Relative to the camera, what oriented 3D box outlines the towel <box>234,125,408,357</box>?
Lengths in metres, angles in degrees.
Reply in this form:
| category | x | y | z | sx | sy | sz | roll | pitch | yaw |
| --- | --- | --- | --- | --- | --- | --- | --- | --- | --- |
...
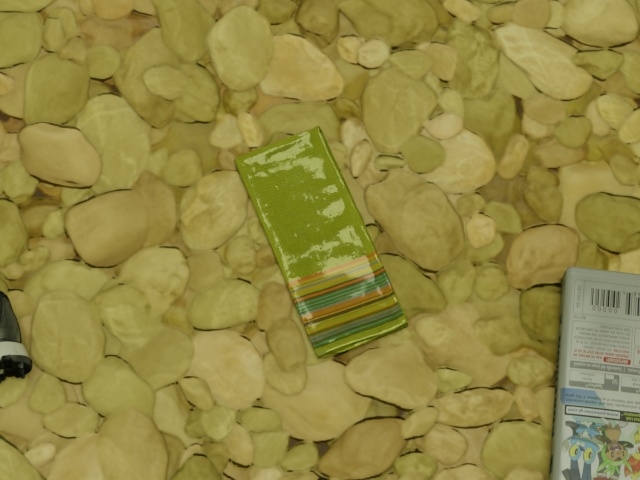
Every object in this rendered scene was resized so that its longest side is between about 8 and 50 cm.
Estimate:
| category | x | y | z | sx | sy | sz | roll | pitch | yaw |
| --- | --- | --- | --- | --- | --- | --- | --- | --- | --- |
| towel | 0.000 | 0.000 | 1.993 | 0.102 | 0.021 | 0.237 | -20 | 73 | -11 |

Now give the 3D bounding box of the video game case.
| category | x | y | z | sx | sy | sz | roll | pitch | yaw |
| --- | --- | --- | --- | --- | --- | --- | --- | --- | --- |
| video game case | 0.397 | 0.188 | 1.942 | 0.329 | 0.036 | 0.300 | 7 | 70 | -2 |

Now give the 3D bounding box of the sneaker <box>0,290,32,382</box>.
| category | x | y | z | sx | sy | sz | roll | pitch | yaw |
| --- | --- | --- | --- | --- | --- | --- | --- | --- | --- |
| sneaker | -0.406 | 0.096 | 1.908 | 0.234 | 0.078 | 0.106 | -6 | 68 | -10 |
